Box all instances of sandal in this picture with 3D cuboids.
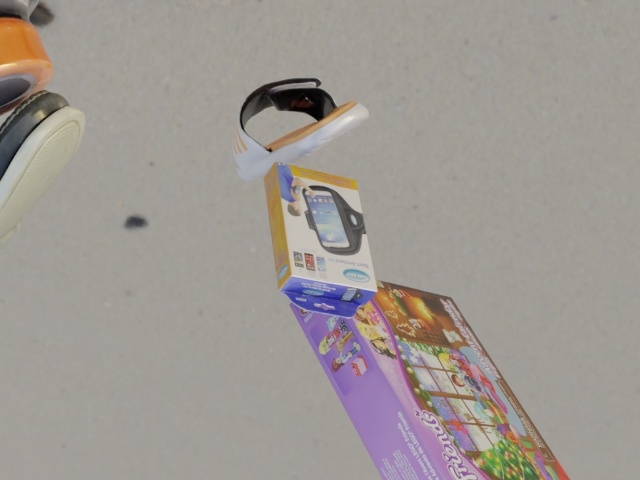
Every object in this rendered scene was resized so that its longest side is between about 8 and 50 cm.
[{"bbox_3d":[-0.026,-0.118,0.998,0.076,0.102,0.265,60,164,-6],"label":"sandal"}]

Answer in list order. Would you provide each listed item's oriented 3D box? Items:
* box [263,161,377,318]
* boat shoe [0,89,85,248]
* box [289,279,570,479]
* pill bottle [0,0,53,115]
[{"bbox_3d":[0.000,0.000,0.890,0.081,0.136,0.028,11,138,-26],"label":"box"},{"bbox_3d":[-0.224,-0.036,0.688,0.079,0.084,0.233,48,141,-7],"label":"boat shoe"},{"bbox_3d":[0.113,0.161,0.956,0.201,0.293,0.057,14,126,-46],"label":"box"},{"bbox_3d":[-0.245,-0.186,0.616,0.130,0.130,0.245,-28,86,30],"label":"pill bottle"}]
